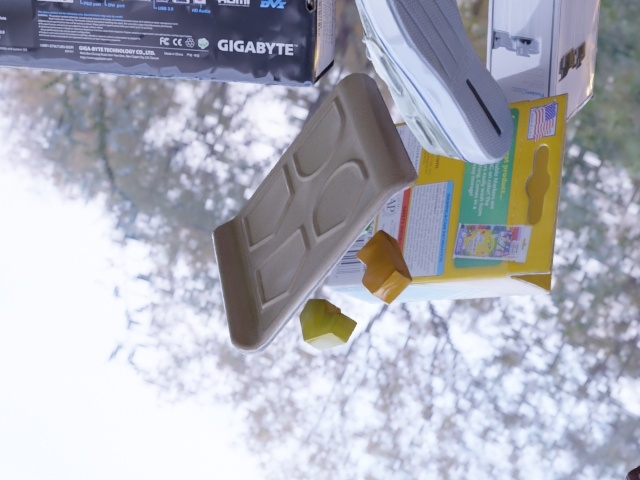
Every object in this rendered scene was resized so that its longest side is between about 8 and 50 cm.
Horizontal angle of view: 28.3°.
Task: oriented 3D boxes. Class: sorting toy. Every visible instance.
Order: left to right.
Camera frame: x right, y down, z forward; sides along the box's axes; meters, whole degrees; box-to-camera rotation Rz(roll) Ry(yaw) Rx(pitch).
[{"bbox_3d":[0.000,0.000,1.135,0.041,0.229,0.307,32,-158,-28],"label":"sorting toy"}]

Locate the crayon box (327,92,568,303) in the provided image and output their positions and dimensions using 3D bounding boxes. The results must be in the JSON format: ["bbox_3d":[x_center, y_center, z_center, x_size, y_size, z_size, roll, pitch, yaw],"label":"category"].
[{"bbox_3d":[0.161,-0.039,1.451,0.083,0.203,0.323,21,162,-41],"label":"crayon box"}]

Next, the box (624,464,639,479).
[{"bbox_3d":[0.469,0.294,1.341,0.168,0.203,0.167,49,-169,-34],"label":"box"}]

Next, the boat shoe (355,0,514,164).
[{"bbox_3d":[0.091,-0.187,1.261,0.094,0.302,0.109,-3,-138,39],"label":"boat shoe"}]

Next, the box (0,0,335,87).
[{"bbox_3d":[-0.135,-0.259,0.840,0.295,0.293,0.073,5,-161,11],"label":"box"}]

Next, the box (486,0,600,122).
[{"bbox_3d":[0.267,-0.284,1.495,0.087,0.290,0.169,12,-149,26],"label":"box"}]
